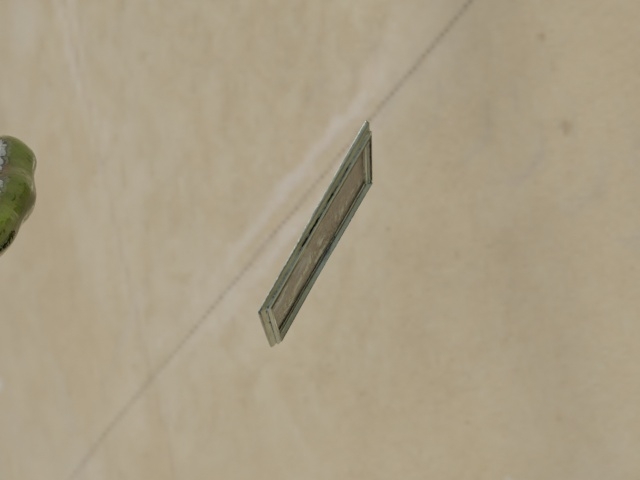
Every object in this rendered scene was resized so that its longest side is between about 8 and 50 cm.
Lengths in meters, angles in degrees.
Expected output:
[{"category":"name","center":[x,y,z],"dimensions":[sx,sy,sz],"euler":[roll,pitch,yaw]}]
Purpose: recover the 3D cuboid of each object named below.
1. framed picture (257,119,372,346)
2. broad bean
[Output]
[{"category":"framed picture","center":[0.000,0.000,1.291],"dimensions":[0.183,0.011,0.142],"euler":[-60,-10,-13]},{"category":"broad bean","center":[-0.252,-0.022,1.153],"dimensions":[0.227,0.069,0.039],"euler":[-75,-33,-55]}]
